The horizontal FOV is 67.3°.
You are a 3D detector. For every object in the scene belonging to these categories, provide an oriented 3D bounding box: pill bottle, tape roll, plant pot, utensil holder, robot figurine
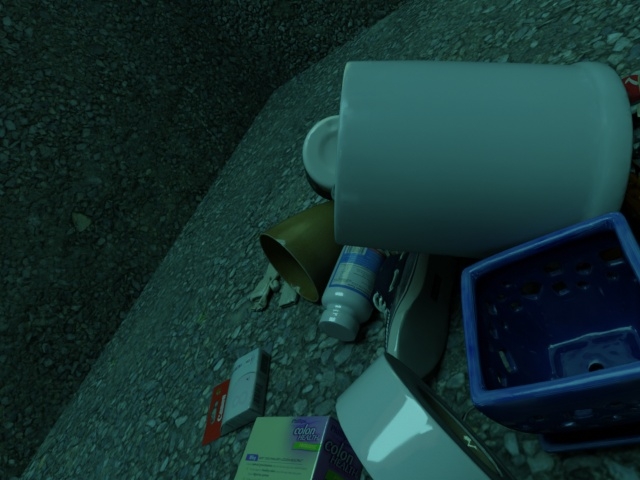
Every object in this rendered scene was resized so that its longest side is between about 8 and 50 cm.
[{"bbox_3d":[0.053,-0.224,1.420,0.204,0.204,0.361,-47,-2,-1],"label":"pill bottle"},{"bbox_3d":[0.153,0.288,0.646,0.100,0.286,0.286,-45,27,1],"label":"tape roll"},{"bbox_3d":[0.347,0.140,0.641,0.235,0.212,0.236,-28,33,33],"label":"plant pot"},{"bbox_3d":[0.225,-0.126,0.793,0.384,0.328,0.328,3,42,5],"label":"utensil holder"},{"bbox_3d":[0.000,0.000,1.338,0.254,0.237,0.237,-41,24,-21],"label":"plant pot"},{"bbox_3d":[0.076,0.120,1.145,0.124,0.124,0.222,-13,43,47],"label":"pill bottle"},{"bbox_3d":[0.501,-0.087,0.859,0.211,0.085,0.291,-33,31,24],"label":"robot figurine"}]

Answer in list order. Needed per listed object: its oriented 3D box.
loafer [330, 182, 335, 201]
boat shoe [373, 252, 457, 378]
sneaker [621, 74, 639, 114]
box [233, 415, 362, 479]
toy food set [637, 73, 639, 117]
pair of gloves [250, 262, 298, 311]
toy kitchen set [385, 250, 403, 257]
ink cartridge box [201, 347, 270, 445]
[{"bbox_3d":[0.131,-0.183,1.204,0.267,0.084,0.096,-47,63,-5],"label":"loafer"},{"bbox_3d":[0.173,0.145,1.000,0.158,0.127,0.341,-26,26,46],"label":"boat shoe"},{"bbox_3d":[0.558,-0.290,0.943,0.278,0.119,0.107,-30,13,-29],"label":"sneaker"},{"bbox_3d":[-0.055,0.463,0.884,0.213,0.117,0.243,-20,38,41],"label":"box"},{"bbox_3d":[0.687,-0.273,0.869,0.191,0.038,0.133,-4,55,35],"label":"toy food set"},{"bbox_3d":[-0.130,0.125,1.517,0.240,0.042,0.204,-17,40,45],"label":"pair of gloves"},{"bbox_3d":[0.172,0.006,1.210,0.068,0.075,0.083,-40,24,14],"label":"toy kitchen set"},{"bbox_3d":[-0.239,0.414,1.277,0.232,0.066,0.189,-30,32,22],"label":"ink cartridge box"}]
